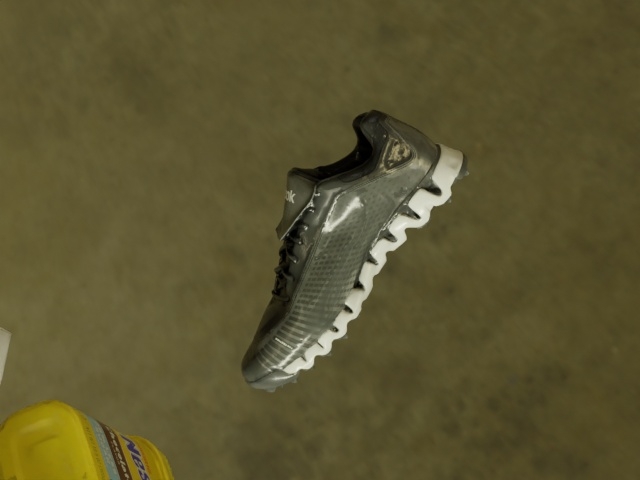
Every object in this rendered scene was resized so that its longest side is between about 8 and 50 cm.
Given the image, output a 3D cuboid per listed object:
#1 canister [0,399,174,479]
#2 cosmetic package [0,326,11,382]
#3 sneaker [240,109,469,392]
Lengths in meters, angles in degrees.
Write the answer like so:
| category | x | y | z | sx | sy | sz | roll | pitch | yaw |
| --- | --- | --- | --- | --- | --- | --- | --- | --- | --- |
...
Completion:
| category | x | y | z | sx | sy | sz | roll | pitch | yaw |
| --- | --- | --- | --- | --- | --- | --- | --- | --- | --- |
| canister | -0.154 | 0.185 | 1.152 | 0.073 | 0.126 | 0.170 | -23 | 158 | 7 |
| cosmetic package | -0.382 | 0.221 | 1.246 | 0.155 | 0.197 | 0.365 | 33 | 62 | -51 |
| sneaker | 0.000 | 0.000 | 1.232 | 0.106 | 0.078 | 0.234 | 39 | 89 | -18 |
